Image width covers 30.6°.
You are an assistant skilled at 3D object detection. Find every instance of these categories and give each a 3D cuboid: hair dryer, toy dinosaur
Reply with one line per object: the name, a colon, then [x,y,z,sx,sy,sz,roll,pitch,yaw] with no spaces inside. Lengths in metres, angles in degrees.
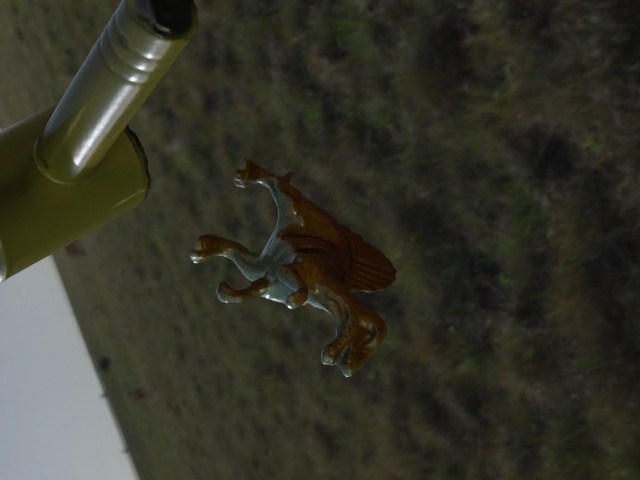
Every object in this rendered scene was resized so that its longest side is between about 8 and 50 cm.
hair dryer: [-0.150,-0.068,0.705,0.090,0.135,0.278,55,145,2]
toy dinosaur: [0.000,0.000,0.771,0.212,0.142,0.057,-51,-21,-54]
